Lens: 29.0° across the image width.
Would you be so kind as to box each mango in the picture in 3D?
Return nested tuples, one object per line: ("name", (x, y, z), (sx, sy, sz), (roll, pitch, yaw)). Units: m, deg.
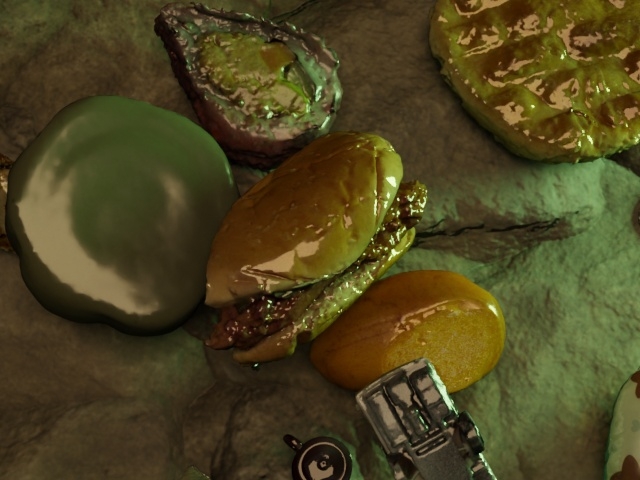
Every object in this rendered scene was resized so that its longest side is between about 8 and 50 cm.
("mango", (0.094, 0.107, 1.373), (0.217, 0.102, 0.141), (-14, 99, -1))

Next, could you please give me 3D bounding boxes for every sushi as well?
("sushi", (-0.097, -0.174, 1.449), (0.241, 0.107, 0.161), (16, 70, -2))

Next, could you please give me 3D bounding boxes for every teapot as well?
("teapot", (-0.001, 0.244, 1.349), (0.100, 0.045, 0.068), (37, 73, 9))

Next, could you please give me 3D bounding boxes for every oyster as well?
("oyster", (-0.354, -0.043, 1.441), (0.086, 0.029, 0.132), (6, 66, -9))

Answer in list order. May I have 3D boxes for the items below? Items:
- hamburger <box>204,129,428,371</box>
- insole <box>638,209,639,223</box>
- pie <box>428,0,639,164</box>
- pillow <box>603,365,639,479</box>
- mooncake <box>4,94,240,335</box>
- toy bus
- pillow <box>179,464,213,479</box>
("hamburger", (0.000, 0.000, 1.343), (0.245, 0.282, 0.155), (-21, 117, 16))
("insole", (0.475, -0.076, 1.493), (0.232, 0.003, 0.080), (-35, 77, -12))
("pie", (0.294, -0.250, 1.507), (0.339, 0.083, 0.339), (0, 70, 0))
("pillow", (0.414, 0.238, 1.354), (0.214, 0.086, 0.233), (21, 69, -6))
("mooncake", (-0.218, -0.024, 1.374), (0.275, 0.135, 0.275), (4, 72, -13))
("toy bus", (0.153, 0.282, 1.264), (0.097, 0.138, 0.342), (-29, 87, -1))
("pillow", (-0.079, 0.353, 1.310), (0.230, 0.050, 0.148), (27, 79, 3))
